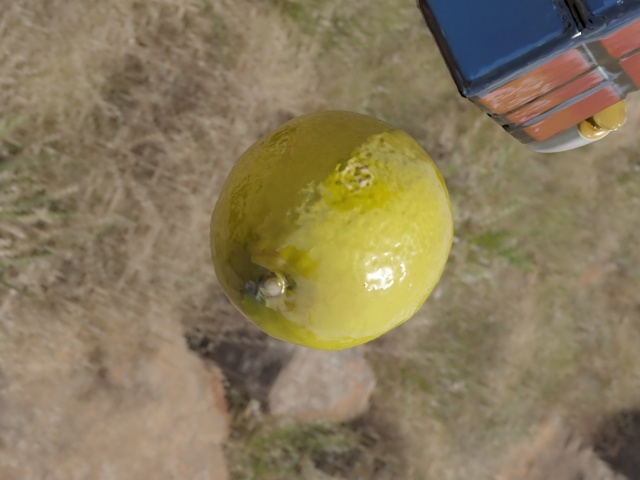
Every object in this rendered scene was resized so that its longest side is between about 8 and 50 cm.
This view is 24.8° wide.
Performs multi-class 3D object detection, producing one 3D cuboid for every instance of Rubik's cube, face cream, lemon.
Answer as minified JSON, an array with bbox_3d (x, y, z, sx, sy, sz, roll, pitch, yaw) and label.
[{"bbox_3d":[0.208,-0.271,1.182,0.283,0.288,0.293,-27,166,12],"label":"Rubik's cube"},{"bbox_3d":[0.305,-0.141,1.757,0.072,0.051,0.182,-51,-170,-16],"label":"face cream"},{"bbox_3d":[0.000,0.000,1.449,0.219,0.240,0.240,-42,144,-45],"label":"lemon"}]
